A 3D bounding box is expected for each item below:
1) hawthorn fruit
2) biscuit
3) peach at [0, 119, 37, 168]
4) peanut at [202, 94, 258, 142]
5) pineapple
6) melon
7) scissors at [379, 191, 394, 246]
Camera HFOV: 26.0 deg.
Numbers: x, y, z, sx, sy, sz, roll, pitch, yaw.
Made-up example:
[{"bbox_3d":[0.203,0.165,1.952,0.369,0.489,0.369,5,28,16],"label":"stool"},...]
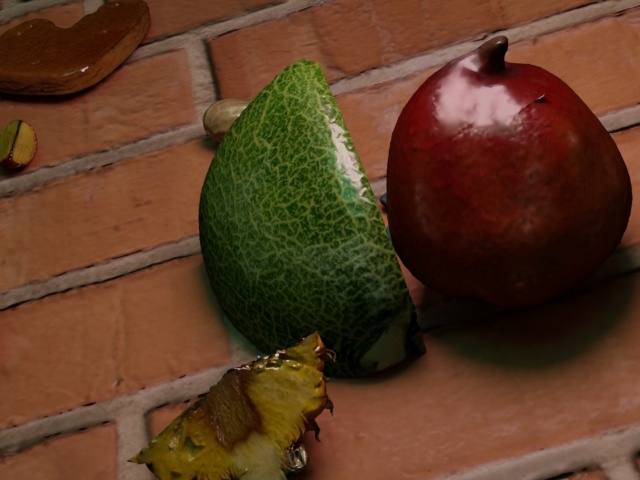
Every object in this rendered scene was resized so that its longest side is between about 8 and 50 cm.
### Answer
[{"bbox_3d":[0.206,-0.062,1.628,0.295,0.311,0.295,-39,17,15],"label":"hawthorn fruit"},{"bbox_3d":[-0.436,-0.326,2.345,0.277,0.052,0.262,4,40,24],"label":"biscuit"},{"bbox_3d":[-0.470,-0.144,2.148,0.077,0.050,0.083,-48,34,1],"label":"peach"},{"bbox_3d":[-0.082,-0.178,2.029,0.187,0.082,0.082,-9,41,8],"label":"peanut"},{"bbox_3d":[-0.065,0.225,1.569,0.250,0.140,0.164,-42,85,-5],"label":"pineapple"},{"bbox_3d":[0.000,0.000,1.711,0.331,0.226,0.343,-54,37,18],"label":"melon"},{"bbox_3d":[0.221,-0.064,1.816,0.289,0.041,0.138,-15,41,9],"label":"scissors"}]
